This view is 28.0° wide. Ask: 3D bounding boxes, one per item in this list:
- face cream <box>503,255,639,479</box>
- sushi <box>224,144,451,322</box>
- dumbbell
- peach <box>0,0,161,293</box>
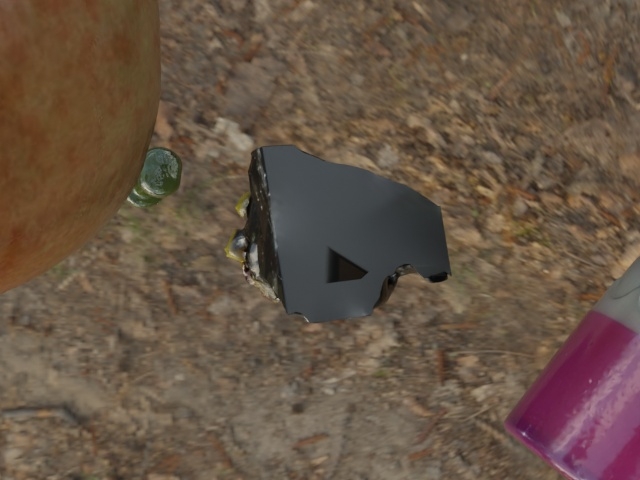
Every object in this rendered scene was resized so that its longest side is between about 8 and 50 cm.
[{"bbox_3d":[0.276,0.133,1.066,0.175,0.175,0.195,38,87,16],"label":"face cream"},{"bbox_3d":[0.000,0.000,1.175,0.150,0.172,0.153,-17,80,59],"label":"sushi"},{"bbox_3d":[-0.173,-0.063,1.318,0.046,0.118,0.052,4,84,-17],"label":"dumbbell"},{"bbox_3d":[-0.182,-0.086,0.524,0.253,0.252,0.252,-1,86,17],"label":"peach"}]
